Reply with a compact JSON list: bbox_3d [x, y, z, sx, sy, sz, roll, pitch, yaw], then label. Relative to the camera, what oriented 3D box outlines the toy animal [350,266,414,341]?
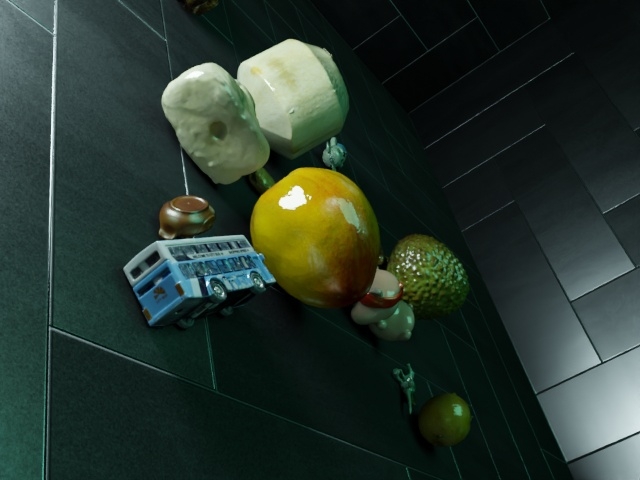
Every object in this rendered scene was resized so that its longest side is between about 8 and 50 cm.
[{"bbox_3d":[0.160,0.169,1.874,0.198,0.171,0.171,57,18,-25],"label":"toy animal"}]

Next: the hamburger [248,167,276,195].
[{"bbox_3d":[-0.146,-0.149,1.769,0.083,0.044,0.076,46,25,-25],"label":"hamburger"}]

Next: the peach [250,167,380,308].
[{"bbox_3d":[0.003,0.000,1.549,0.308,0.289,0.289,40,18,9],"label":"peach"}]

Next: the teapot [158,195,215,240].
[{"bbox_3d":[-0.253,-0.033,1.318,0.098,0.078,0.129,20,26,15],"label":"teapot"}]

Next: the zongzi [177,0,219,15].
[{"bbox_3d":[-0.361,-0.785,2.079,0.289,0.154,0.317,67,14,2],"label":"zongzi"}]

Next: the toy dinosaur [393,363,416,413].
[{"bbox_3d":[0.239,0.401,1.879,0.106,0.044,0.187,60,12,-46],"label":"toy dinosaur"}]

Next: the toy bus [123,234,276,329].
[{"bbox_3d":[-0.202,0.068,1.234,0.131,0.106,0.297,57,21,10],"label":"toy bus"}]

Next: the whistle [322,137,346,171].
[{"bbox_3d":[0.056,-0.301,2.436,0.236,0.077,0.114,-60,135,-71],"label":"whistle"}]

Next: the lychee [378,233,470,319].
[{"bbox_3d":[0.291,0.108,2.117,0.320,0.270,0.270,6,44,-19],"label":"lychee"}]

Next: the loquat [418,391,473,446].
[{"bbox_3d":[0.323,0.464,1.817,0.141,0.141,0.141,48,22,-26],"label":"loquat"}]

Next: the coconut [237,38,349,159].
[{"bbox_3d":[-0.088,-0.374,1.910,0.323,0.323,0.323,48,22,-26],"label":"coconut"}]

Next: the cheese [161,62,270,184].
[{"bbox_3d":[-0.241,-0.291,1.567,0.248,0.173,0.251,53,19,-40],"label":"cheese"}]
